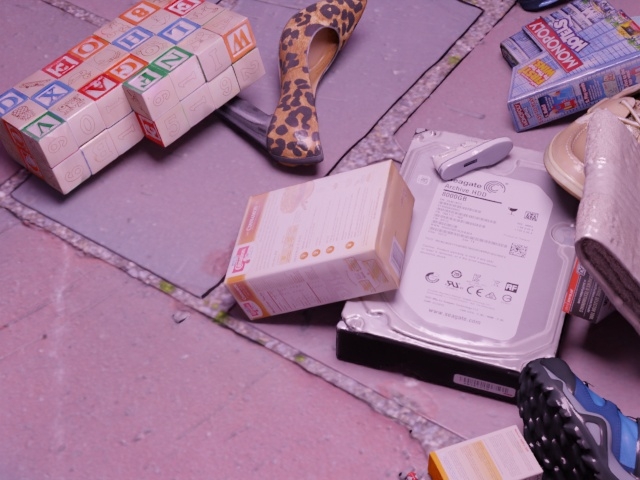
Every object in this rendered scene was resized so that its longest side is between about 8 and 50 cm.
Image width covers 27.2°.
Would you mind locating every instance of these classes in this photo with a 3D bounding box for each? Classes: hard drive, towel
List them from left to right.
[{"bbox_3d":[0.177,0.018,1.508,0.237,0.064,0.339,14,48,12],"label":"hard drive"},{"bbox_3d":[0.348,0.012,1.391,0.049,0.282,0.187,-19,40,34],"label":"towel"}]

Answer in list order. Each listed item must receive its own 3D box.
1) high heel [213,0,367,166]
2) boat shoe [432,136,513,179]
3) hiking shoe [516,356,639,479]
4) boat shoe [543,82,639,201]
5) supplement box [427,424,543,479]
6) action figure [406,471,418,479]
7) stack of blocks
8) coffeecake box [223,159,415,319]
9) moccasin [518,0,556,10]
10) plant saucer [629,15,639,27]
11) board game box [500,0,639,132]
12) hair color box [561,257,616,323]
[{"bbox_3d":[0.011,-0.203,1.682,0.261,0.093,0.186,-44,53,-14],"label":"high heel"},{"bbox_3d":[0.177,-0.104,1.556,0.100,0.035,0.035,-24,54,-13],"label":"boat shoe"},{"bbox_3d":[0.314,0.228,1.294,0.132,0.113,0.304,-24,62,-28],"label":"hiking shoe"},{"bbox_3d":[0.352,-0.124,1.545,0.109,0.098,0.302,42,34,12],"label":"boat shoe"},{"bbox_3d":[0.164,0.231,1.326,0.098,0.036,0.062,-15,49,-13],"label":"supplement box"},{"bbox_3d":[0.110,0.274,1.294,0.038,0.030,0.115,-19,48,-10],"label":"action figure"},{"bbox_3d":[-0.238,-0.186,1.635,0.297,0.087,0.171,-39,45,-23],"label":"stack of blocks"},{"bbox_3d":[0.000,0.000,1.466,0.185,0.068,0.142,-13,41,25],"label":"coffeecake box"},{"bbox_3d":[0.411,-0.428,1.893,0.342,0.117,0.138,-20,38,-12],"label":"moccasin"},{"bbox_3d":[0.449,-0.224,1.750,0.195,0.037,0.195,0,48,0],"label":"plant saucer"},{"bbox_3d":[0.310,-0.231,1.709,0.194,0.060,0.194,-28,44,0],"label":"board game box"},{"bbox_3d":[0.315,0.037,1.443,0.043,0.072,0.141,22,20,26],"label":"hair color box"}]
